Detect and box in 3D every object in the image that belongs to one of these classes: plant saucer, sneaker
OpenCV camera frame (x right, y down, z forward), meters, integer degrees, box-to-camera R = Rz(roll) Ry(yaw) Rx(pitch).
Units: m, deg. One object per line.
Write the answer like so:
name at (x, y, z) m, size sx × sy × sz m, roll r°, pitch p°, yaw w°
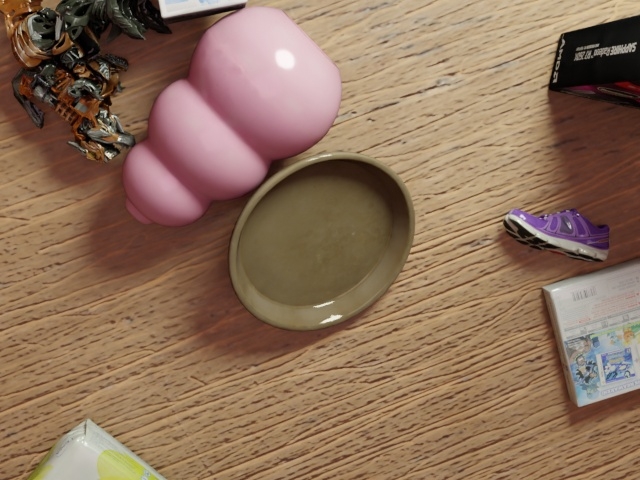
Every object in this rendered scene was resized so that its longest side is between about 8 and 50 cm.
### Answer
plant saucer at (0.000, 0.000, 1.420) m, size 0.278 × 0.041 × 0.277 m, roll -12°, pitch 122°, yaw -19°
sneaker at (0.345, -0.019, 1.505) m, size 0.170 × 0.068 × 0.071 m, roll 16°, pitch 81°, yaw -17°

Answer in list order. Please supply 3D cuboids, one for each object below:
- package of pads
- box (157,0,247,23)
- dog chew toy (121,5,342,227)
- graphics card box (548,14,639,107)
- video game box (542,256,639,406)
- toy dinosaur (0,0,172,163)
package of pads at (-0.347, 0.428, 1.460) m, size 0.229 × 0.101 × 0.296 m, roll 41°, pitch 91°, yaw -11°
box at (-0.167, -0.390, 1.312) m, size 0.114 × 0.103 × 0.203 m, roll -12°, pitch 99°, yaw -4°
dog chew toy at (-0.130, -0.148, 1.363) m, size 0.206 × 0.206 × 0.332 m, roll 44°, pitch 99°, yaw -10°
graphics card box at (0.468, -0.219, 1.327) m, size 0.233 × 0.371 × 0.094 m, roll 10°, pitch 96°, yaw -9°
video game box at (0.453, 0.130, 1.536) m, size 0.205 × 0.048 × 0.187 m, roll -16°, pitch 97°, yaw -4°
toy dinosaur at (-0.331, -0.263, 1.350) m, size 0.218 × 0.164 × 0.322 m, roll -27°, pitch 122°, yaw 14°
